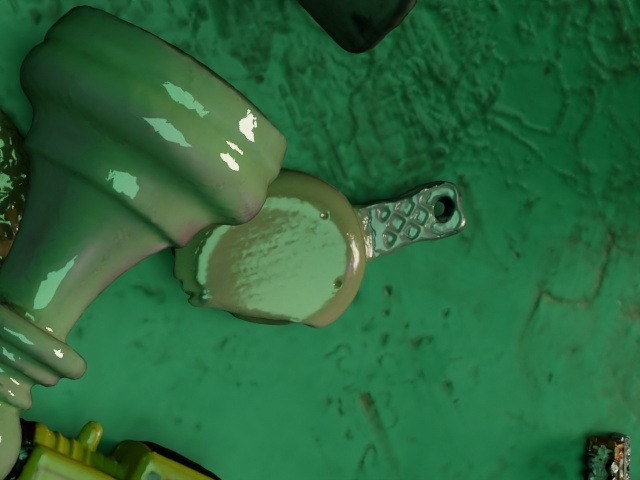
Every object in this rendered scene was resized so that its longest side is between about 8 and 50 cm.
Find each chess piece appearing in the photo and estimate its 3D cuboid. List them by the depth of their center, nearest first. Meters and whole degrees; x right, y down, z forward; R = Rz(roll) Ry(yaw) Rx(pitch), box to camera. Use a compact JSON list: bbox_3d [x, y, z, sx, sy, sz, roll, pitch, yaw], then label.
[{"bbox_3d":[-0.141,0.029,0.744,0.139,0.139,0.272,36,80,-19],"label":"chess piece"}]

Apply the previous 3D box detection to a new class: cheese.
[{"bbox_3d":[-0.001,0.007,0.853,0.171,0.047,0.092,3,99,-17],"label":"cheese"}]

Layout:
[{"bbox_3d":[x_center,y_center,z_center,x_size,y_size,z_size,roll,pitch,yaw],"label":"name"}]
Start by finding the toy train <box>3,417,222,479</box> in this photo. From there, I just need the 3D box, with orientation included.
[{"bbox_3d":[-0.138,0.158,0.821,0.219,0.089,0.127,28,81,-18],"label":"toy train"}]

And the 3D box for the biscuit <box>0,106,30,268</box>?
[{"bbox_3d":[-0.248,0.002,0.788,0.220,0.033,0.220,-2,98,-16],"label":"biscuit"}]

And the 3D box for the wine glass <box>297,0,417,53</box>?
[{"bbox_3d":[-0.138,-0.256,0.665,0.406,0.267,0.267,12,96,-14],"label":"wine glass"}]

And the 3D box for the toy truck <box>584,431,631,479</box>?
[{"bbox_3d":[0.181,0.162,0.945,0.032,0.024,0.083,-9,100,-45],"label":"toy truck"}]
